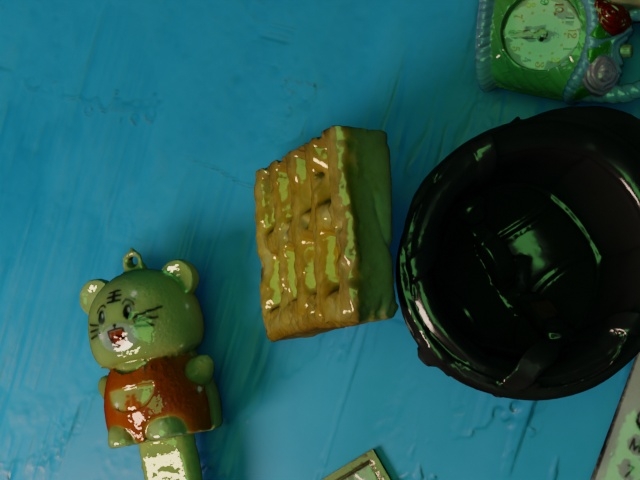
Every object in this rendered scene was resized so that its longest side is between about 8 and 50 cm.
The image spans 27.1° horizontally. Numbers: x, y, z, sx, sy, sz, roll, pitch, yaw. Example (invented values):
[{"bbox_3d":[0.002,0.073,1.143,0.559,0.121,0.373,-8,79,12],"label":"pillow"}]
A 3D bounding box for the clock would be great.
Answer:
[{"bbox_3d":[0.246,-0.221,1.215,0.195,0.100,0.194,3,90,18],"label":"clock"}]

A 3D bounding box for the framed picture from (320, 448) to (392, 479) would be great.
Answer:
[{"bbox_3d":[0.002,0.311,1.286,0.201,0.010,0.136,-33,77,11],"label":"framed picture"}]

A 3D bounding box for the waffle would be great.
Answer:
[{"bbox_3d":[0.000,0.000,1.194,0.057,0.274,0.168,-3,84,-18],"label":"waffle"}]

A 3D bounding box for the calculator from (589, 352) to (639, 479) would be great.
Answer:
[{"bbox_3d":[0.332,0.195,1.182,0.161,0.021,0.262,20,93,24],"label":"calculator"}]

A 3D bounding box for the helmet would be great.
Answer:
[{"bbox_3d":[0.185,0.017,1.178,0.279,0.160,0.230,-40,87,-16],"label":"helmet"}]

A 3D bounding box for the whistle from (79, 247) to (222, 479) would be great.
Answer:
[{"bbox_3d":[-0.160,0.148,1.294,0.131,0.106,0.288,-13,82,21],"label":"whistle"}]
